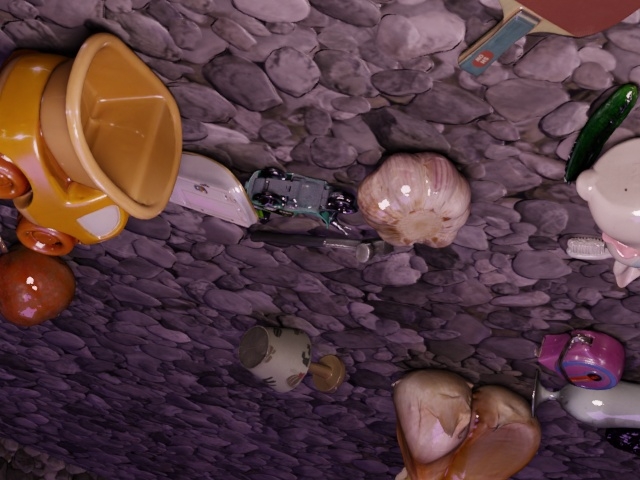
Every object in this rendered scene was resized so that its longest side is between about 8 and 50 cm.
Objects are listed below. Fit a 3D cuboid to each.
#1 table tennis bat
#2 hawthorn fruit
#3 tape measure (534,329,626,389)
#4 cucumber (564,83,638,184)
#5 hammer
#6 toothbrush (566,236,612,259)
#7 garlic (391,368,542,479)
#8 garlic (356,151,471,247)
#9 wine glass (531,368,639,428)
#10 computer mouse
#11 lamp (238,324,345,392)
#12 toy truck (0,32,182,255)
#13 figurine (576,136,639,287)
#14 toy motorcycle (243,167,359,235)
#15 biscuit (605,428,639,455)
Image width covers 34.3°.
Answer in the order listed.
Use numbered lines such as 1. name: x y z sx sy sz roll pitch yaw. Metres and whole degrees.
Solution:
1. table tennis bat: 0.231 -0.245 1.052 0.154 0.021 0.274 24 148 -20
2. hawthorn fruit: -0.521 0.072 1.801 0.189 0.149 0.149 31 146 -32
3. tape measure: 0.432 0.190 1.692 0.125 0.074 0.118 34 151 -24
4. cucumber: 0.324 -0.125 1.216 0.036 0.033 0.184 36 152 9
5. hammer: 0.000 0.000 1.547 0.246 0.029 0.103 5 -166 37
6. toothbrush: 0.490 0.017 1.408 0.307 0.025 0.030 3 142 18
7. garlic: 0.255 0.355 1.923 0.286 0.249 0.313 22 134 17
8. garlic: 0.122 -0.057 1.352 0.159 0.102 0.147 15 140 -28
9. wine glass: 0.475 0.280 1.815 0.202 0.093 0.093 5 150 14
10. computer mouse: -0.164 -0.076 1.458 0.199 0.045 0.102 18 147 38
11. lamp: -0.048 0.224 1.905 0.121 0.121 0.214 -13 151 39
12. toy truck: -0.308 -0.120 1.306 0.211 0.204 0.288 -2 146 21
13. figurine: 0.414 -0.022 1.277 0.155 0.127 0.235 -15 147 17
14. toy motorcycle: -0.027 -0.055 1.462 0.173 0.058 0.100 9 158 8
15. biscuit: 0.629 0.360 1.933 0.194 0.053 0.194 10 152 5
